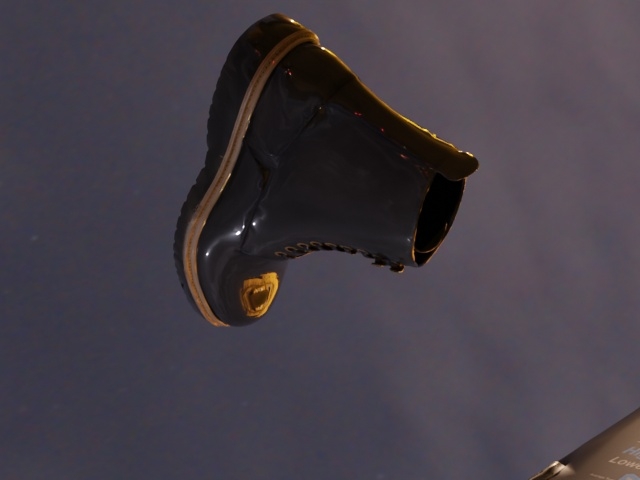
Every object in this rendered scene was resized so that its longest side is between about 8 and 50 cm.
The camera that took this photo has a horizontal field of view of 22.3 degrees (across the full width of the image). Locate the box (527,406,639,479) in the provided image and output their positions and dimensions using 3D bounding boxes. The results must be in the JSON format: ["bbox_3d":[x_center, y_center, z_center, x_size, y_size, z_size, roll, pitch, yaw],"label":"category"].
[{"bbox_3d":[0.138,0.071,0.259,0.175,0.220,0.051,-25,-65,-39],"label":"box"}]

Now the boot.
[{"bbox_3d":[0.000,0.000,0.835,0.137,0.198,0.077,36,-130,24],"label":"boot"}]
